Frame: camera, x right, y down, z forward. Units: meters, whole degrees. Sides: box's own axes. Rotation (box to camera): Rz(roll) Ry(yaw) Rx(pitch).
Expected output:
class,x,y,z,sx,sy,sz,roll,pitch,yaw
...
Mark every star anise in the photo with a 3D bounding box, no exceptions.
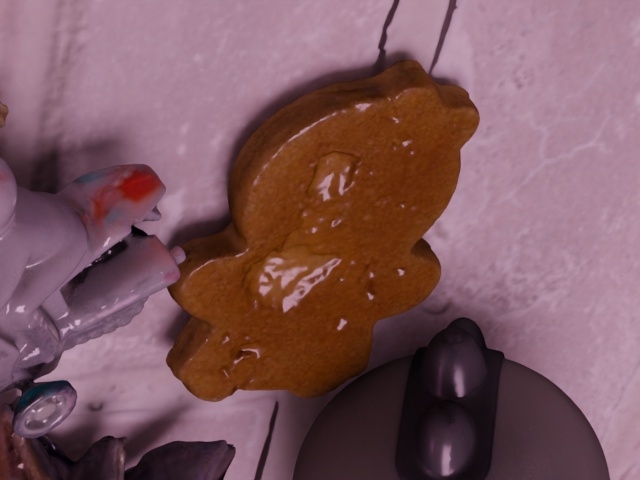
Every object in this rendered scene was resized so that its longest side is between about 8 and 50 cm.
class,x,y,z,sx,sy,sz,roll,pitch,yaw
star anise,-0.148,0.188,1.131,0.229,0.093,0.236,-29,134,9

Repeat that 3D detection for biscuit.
class,x,y,z,sx,sy,sz,roll,pitch,yaw
biscuit,-0.001,-0.002,1.057,0.184,0.035,0.249,-1,131,-30

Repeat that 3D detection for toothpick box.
class,x,y,z,sx,sy,sz,roll,pitch,yaw
toothpick box,0.091,0.197,1.174,0.229,0.229,0.316,-19,139,-10

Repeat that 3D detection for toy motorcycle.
class,x,y,z,sx,sy,sz,roll,pitch,yaw
toy motorcycle,-0.182,0.021,0.900,0.260,0.110,0.171,-21,148,-35

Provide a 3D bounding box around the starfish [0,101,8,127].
class,x,y,z,sx,sy,sz,roll,pitch,yaw
starfish,-0.282,-0.035,0.873,0.247,0.050,0.138,7,129,-28
